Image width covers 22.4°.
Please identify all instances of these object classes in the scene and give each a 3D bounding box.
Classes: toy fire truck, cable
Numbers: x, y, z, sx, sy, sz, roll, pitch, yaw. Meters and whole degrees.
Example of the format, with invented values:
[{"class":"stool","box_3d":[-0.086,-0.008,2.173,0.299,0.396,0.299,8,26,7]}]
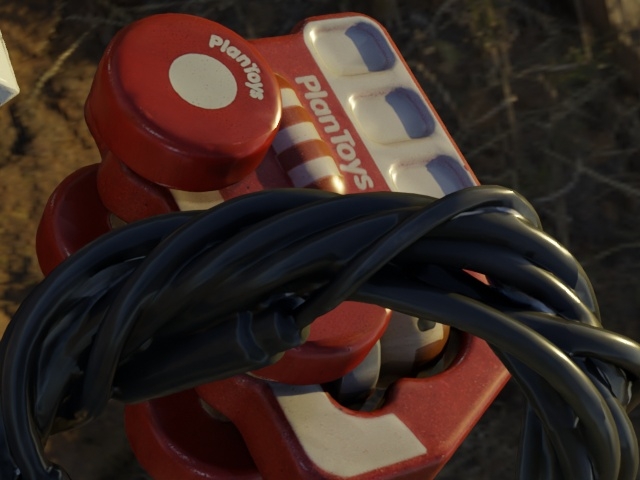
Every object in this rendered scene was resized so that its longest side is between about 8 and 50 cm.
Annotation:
[{"class":"toy fire truck","box_3d":[0.000,0.000,0.918,0.253,0.169,0.302,-14,61,-33]},{"class":"cable","box_3d":[-0.008,0.055,0.376,0.150,0.184,0.047,23,31,-2]}]

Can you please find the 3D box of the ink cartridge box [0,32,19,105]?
[{"class":"ink cartridge box","box_3d":[-0.256,-0.063,0.654,0.154,0.212,0.093,24,37,-60]}]
